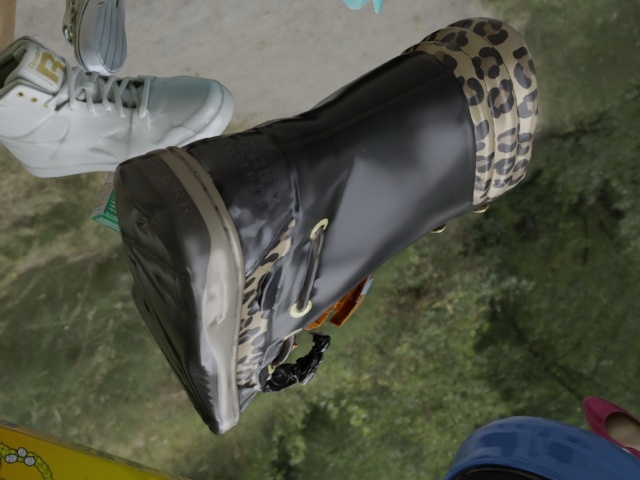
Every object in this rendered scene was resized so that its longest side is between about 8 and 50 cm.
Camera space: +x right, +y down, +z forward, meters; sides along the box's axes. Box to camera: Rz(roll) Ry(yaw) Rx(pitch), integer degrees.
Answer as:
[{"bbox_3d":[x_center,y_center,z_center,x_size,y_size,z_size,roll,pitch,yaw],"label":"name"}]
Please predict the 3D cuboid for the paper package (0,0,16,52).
[{"bbox_3d":[-0.556,-0.387,1.085,0.168,0.309,0.325,10,-173,32],"label":"paper package"}]

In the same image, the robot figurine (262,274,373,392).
[{"bbox_3d":[-0.043,0.074,1.216,0.291,0.211,0.085,-51,167,18],"label":"robot figurine"}]

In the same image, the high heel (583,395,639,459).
[{"bbox_3d":[0.562,0.345,1.539,0.082,0.244,0.117,-27,137,-10],"label":"high heel"}]

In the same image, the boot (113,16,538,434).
[{"bbox_3d":[0.000,0.000,0.665,0.284,0.138,0.377,-30,158,-18],"label":"boot"}]

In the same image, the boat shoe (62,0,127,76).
[{"bbox_3d":[-0.396,-0.369,1.493,0.094,0.109,0.302,-17,-139,7],"label":"boat shoe"}]

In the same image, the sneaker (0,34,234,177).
[{"bbox_3d":[-0.258,-0.157,0.968,0.292,0.108,0.169,-10,150,17],"label":"sneaker"}]

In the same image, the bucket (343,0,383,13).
[{"bbox_3d":[-0.028,-0.365,0.858,0.281,0.281,0.183,-22,138,-61],"label":"bucket"}]

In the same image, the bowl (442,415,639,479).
[{"bbox_3d":[0.305,0.393,1.033,0.077,0.391,0.391,-34,-178,-34],"label":"bowl"}]

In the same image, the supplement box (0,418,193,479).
[{"bbox_3d":[-0.267,0.354,1.022,0.194,0.356,0.195,138,-30,-72],"label":"supplement box"}]

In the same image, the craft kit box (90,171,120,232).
[{"bbox_3d":[-0.268,-0.097,1.601,0.250,0.247,0.061,30,151,-31],"label":"craft kit box"}]
